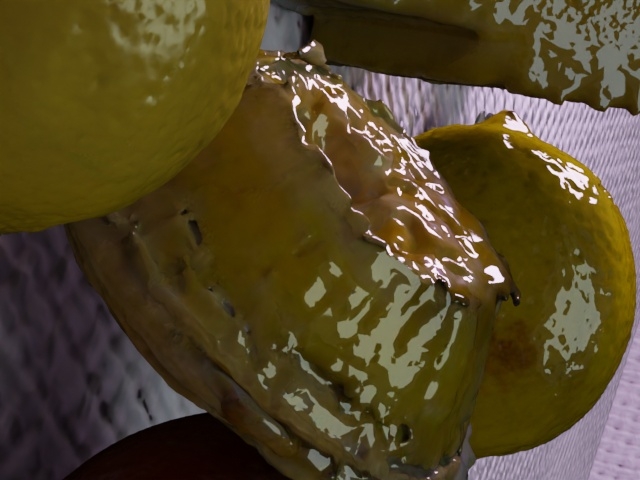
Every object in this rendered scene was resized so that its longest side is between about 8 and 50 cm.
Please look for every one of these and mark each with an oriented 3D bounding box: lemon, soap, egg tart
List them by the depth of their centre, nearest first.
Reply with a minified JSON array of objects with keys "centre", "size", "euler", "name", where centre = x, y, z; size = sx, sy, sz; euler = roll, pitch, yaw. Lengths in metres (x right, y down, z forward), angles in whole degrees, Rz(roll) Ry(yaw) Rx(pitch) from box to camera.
[{"centre":[-0.107,-0.097,0.515],"size":[0.178,0.178,0.203],"euler":[-20,127,-66],"name":"lemon"},{"centre":[0.000,0.000,0.714],"size":[0.120,0.315,0.315],"euler":[-40,170,20],"name":"egg tart"},{"centre":[0.160,-0.175,0.936],"size":[0.304,0.338,0.169],"euler":[-10,109,-69],"name":"soap"},{"centre":[0.129,0.038,1.108],"size":[0.267,0.267,0.267],"euler":[13,90,-69],"name":"lemon"}]

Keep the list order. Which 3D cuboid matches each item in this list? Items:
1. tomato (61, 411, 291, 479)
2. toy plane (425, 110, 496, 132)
[{"centre":[-0.060,0.223,0.733],"size":[0.265,0.265,0.265],"euler":[13,90,-69],"name":"tomato"},{"centre":[0.128,0.003,1.312],"size":[0.192,0.088,0.262],"euler":[-12,113,-69],"name":"toy plane"}]
